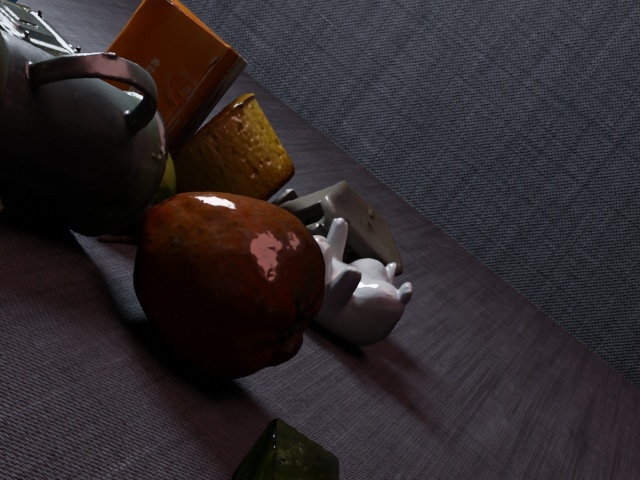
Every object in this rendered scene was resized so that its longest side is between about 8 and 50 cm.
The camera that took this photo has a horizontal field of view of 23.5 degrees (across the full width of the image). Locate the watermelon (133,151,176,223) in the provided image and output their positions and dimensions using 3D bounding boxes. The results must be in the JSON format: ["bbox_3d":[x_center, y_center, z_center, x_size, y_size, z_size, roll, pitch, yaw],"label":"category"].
[{"bbox_3d":[-0.281,-0.113,2.012,0.232,0.127,0.204,33,8,-15],"label":"watermelon"}]

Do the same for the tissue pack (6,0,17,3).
[{"bbox_3d":[-0.504,-0.440,2.264,0.146,0.263,0.198,40,12,13],"label":"tissue pack"}]

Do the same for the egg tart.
[{"bbox_3d":[-0.132,-0.111,2.317,0.147,0.202,0.202,47,11,-1],"label":"egg tart"}]

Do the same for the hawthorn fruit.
[{"bbox_3d":[-0.128,0.034,1.745,0.262,0.210,0.210,29,9,16],"label":"hawthorn fruit"}]

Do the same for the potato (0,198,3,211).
[{"bbox_3d":[-0.384,-0.042,1.529,0.105,0.085,0.188,18,2,17],"label":"potato"}]

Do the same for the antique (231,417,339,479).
[{"bbox_3d":[-0.035,0.253,1.432,0.080,0.081,0.221,34,12,-9],"label":"antique"}]

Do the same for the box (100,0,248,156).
[{"bbox_3d":[-0.237,-0.231,2.273,0.143,0.225,0.341,37,3,0],"label":"box"}]

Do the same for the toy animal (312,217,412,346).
[{"bbox_3d":[-0.001,0.046,2.211,0.282,0.138,0.140,31,17,-24],"label":"toy animal"}]

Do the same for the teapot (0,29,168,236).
[{"bbox_3d":[-0.304,-0.136,1.731,0.337,0.270,0.200,25,49,-54],"label":"teapot"}]

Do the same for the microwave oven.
[{"bbox_3d":[-0.433,-0.255,2.100,0.163,0.129,0.205,41,12,19],"label":"microwave oven"}]

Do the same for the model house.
[{"bbox_3d":[0.005,-0.007,2.391,0.229,0.188,0.122,42,44,-45],"label":"model house"}]
